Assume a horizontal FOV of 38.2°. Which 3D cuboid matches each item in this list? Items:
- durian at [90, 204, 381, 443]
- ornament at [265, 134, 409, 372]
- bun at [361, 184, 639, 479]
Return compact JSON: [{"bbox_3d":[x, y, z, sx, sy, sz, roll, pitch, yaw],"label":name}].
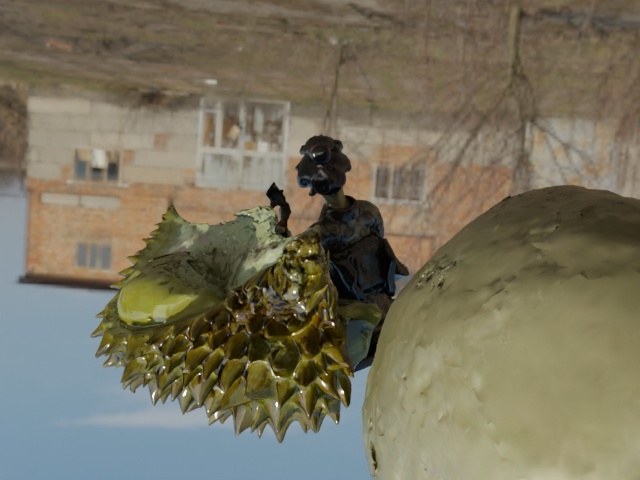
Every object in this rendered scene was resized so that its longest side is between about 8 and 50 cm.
[{"bbox_3d":[-0.057,0.057,0.684,0.172,0.166,0.306,28,164,-20],"label":"durian"},{"bbox_3d":[0.000,0.000,0.810,0.166,0.196,0.153,-18,-158,-26],"label":"ornament"},{"bbox_3d":[0.158,0.133,0.464,0.234,0.326,0.362,-39,-148,-8],"label":"bun"}]
